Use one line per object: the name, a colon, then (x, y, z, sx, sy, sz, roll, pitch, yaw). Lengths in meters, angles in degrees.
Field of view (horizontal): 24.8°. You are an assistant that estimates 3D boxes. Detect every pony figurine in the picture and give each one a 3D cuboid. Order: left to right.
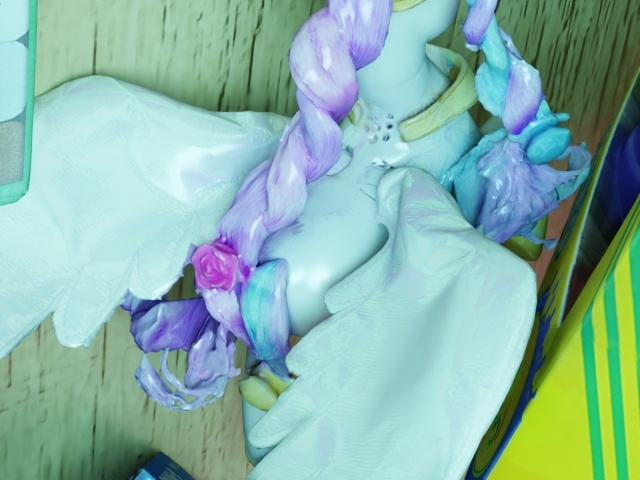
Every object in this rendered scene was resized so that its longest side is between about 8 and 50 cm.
pony figurine: (0.000, 0.000, 0.728, 0.351, 0.303, 0.363, -54, 154, -23)

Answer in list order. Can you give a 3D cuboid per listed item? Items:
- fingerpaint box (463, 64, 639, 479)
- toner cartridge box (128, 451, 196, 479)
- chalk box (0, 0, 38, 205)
fingerpaint box: (0.246, -0.065, 0.725, 0.445, 0.163, 0.371, -56, 172, -53)
toner cartridge box: (-0.180, 0.277, 0.805, 0.348, 0.075, 0.165, -50, 180, -5)
chalk box: (-0.183, -0.079, 0.495, 0.132, 0.213, 0.132, -17, 128, -37)
